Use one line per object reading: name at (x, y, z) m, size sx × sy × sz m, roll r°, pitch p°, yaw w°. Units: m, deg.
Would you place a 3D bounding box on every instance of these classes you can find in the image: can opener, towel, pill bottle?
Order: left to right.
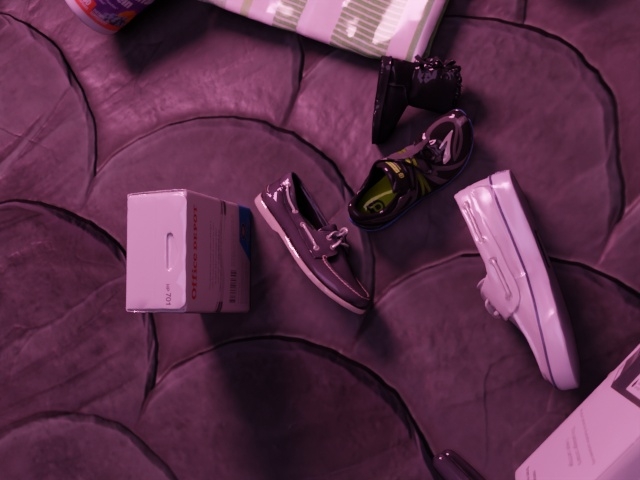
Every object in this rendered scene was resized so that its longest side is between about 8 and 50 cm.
pill bottle at (-0.245, -0.371, 1.140) m, size 0.193 × 0.108 × 0.108 m, roll -32°, pitch 76°, yaw 22°
towel at (0.020, -0.375, 1.080) m, size 0.325 × 0.038 × 0.248 m, roll 22°, pitch 94°, yaw 13°
can opener at (0.197, 0.311, 0.969) m, size 0.186 × 0.059 × 0.073 m, roll 46°, pitch 101°, yaw 16°

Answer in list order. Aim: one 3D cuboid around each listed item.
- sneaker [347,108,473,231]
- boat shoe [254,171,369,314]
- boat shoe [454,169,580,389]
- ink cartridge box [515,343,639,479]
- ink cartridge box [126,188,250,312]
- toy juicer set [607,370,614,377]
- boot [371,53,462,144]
sneaker at (0.108, -0.080, 1.021) m, size 0.188 × 0.078 × 0.067 m, roll -42°, pitch 74°, yaw 11°
boat shoe at (0.000, 0.000, 1.055) m, size 0.065 × 0.075 × 0.206 m, roll -45°, pitch 69°, yaw 14°
boat shoe at (0.221, 0.050, 0.973) m, size 0.084 × 0.095 × 0.258 m, roll -22°, pitch 69°, yaw 20°
ink cartridge box at (0.416, 0.203, 0.783) m, size 0.285 × 0.166 × 0.395 m, roll 38°, pitch 107°, yaw -1°
ink cartridge box at (-0.155, 0.019, 1.045) m, size 0.082 × 0.191 × 0.139 m, roll -1°, pitch 85°, yaw 19°
toy juicer set at (0.489, 0.111, 0.882) m, size 0.329 × 0.089 × 0.209 m, roll -41°, pitch 94°, yaw 16°
boot at (0.115, -0.168, 1.041) m, size 0.099 × 0.045 × 0.121 m, roll 7°, pitch 117°, yaw -1°
